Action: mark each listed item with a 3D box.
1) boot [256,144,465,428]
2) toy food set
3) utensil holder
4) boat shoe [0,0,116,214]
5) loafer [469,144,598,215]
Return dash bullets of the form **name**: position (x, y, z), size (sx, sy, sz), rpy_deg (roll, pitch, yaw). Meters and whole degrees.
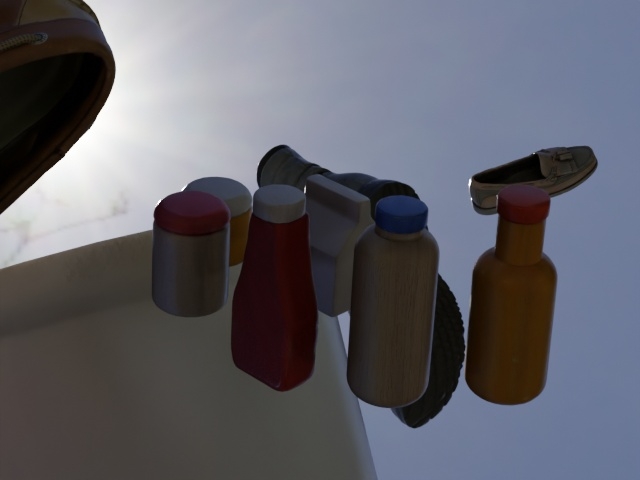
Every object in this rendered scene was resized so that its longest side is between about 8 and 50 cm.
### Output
- **boot**: position (0.033, 0.034, 1.438), size (0.083, 0.161, 0.246), rpy_deg (-32, -58, -30)
- **toy food set**: position (0.000, 0.000, 0.812), size (0.111, 0.232, 0.104), rpy_deg (-22, -53, -40)
- **utensil holder**: position (-0.110, 0.208, 1.094), size (0.327, 0.327, 0.385), rpy_deg (-7, -100, -45)
- **boat shoe**: position (-0.245, -0.026, 0.910), size (0.324, 0.120, 0.122), rpy_deg (-46, -48, -6)
- **loafer**: position (0.198, -0.062, 1.543), size (0.125, 0.045, 0.039), rpy_deg (-22, -46, -2)
